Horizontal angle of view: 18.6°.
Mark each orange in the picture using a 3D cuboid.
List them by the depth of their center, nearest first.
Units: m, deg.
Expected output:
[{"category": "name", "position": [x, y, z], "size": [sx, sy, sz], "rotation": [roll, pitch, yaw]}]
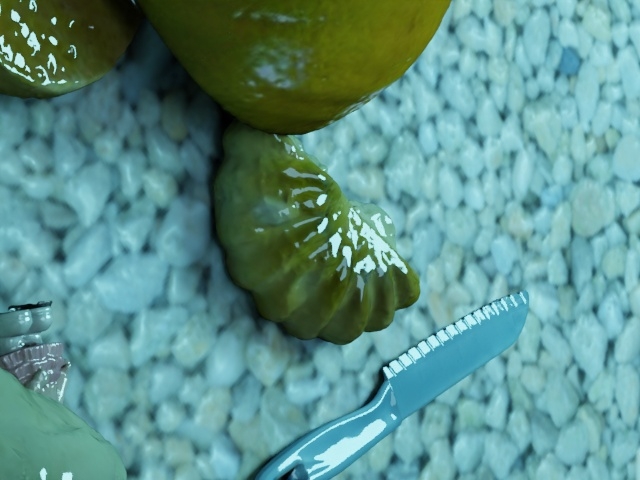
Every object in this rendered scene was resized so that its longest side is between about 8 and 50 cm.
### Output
[{"category": "orange", "position": [-0.031, -0.222, 1.162], "size": [0.274, 0.274, 0.310], "rotation": [-23, 130, -43]}]

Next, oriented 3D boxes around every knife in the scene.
[{"category": "knife", "position": [0.053, 0.101, 1.305], "size": [0.313, 0.019, 0.044], "rotation": [-29, 105, -44]}]

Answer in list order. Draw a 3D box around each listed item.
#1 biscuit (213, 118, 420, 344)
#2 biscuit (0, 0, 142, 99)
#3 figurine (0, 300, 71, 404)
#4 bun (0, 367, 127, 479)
[{"category": "biscuit", "position": [0.000, 0.000, 1.227], "size": [0.183, 0.061, 0.118], "rotation": [49, 57, -31]}, {"category": "biscuit", "position": [-0.189, -0.177, 1.034], "size": [0.288, 0.044, 0.202], "rotation": [-1, 85, -56]}, {"category": "figurine", "position": [-0.155, 0.098, 1.076], "size": [0.072, 0.054, 0.129], "rotation": [-11, 87, -59]}, {"category": "bun", "position": [-0.202, 0.209, 0.886], "size": [0.359, 0.211, 0.360], "rotation": [7, 81, -52]}]
